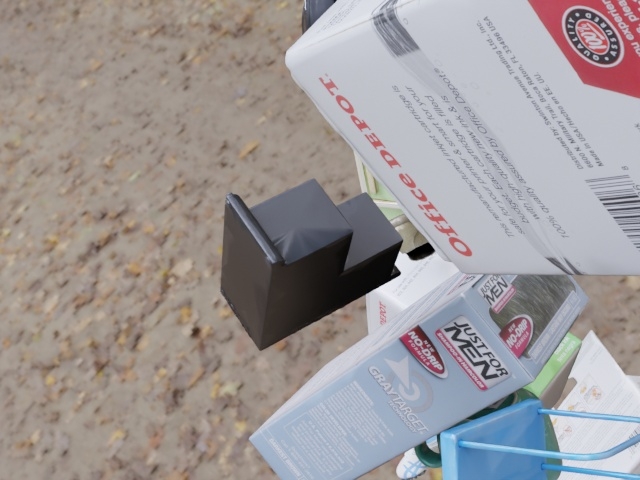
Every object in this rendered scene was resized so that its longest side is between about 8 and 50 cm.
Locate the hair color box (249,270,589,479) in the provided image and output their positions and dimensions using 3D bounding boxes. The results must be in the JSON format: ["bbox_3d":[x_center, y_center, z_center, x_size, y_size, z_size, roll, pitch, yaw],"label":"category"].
[{"bbox_3d":[0.103,0.149,1.075,0.374,0.113,0.185,-41,-2,39],"label":"hair color box"}]

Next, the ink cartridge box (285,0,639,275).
[{"bbox_3d":[0.132,-0.084,0.514,0.114,0.197,0.273,-50,21,-22],"label":"ink cartridge box"}]

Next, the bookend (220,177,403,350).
[{"bbox_3d":[0.000,0.000,0.811,0.156,0.157,0.072,-27,66,-21],"label":"bookend"}]

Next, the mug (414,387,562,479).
[{"bbox_3d":[0.183,0.225,1.067,0.158,0.097,0.129,-18,19,3],"label":"mug"}]

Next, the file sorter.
[{"bbox_3d":[0.155,0.198,0.603,0.105,0.118,0.170,-3,91,39],"label":"file sorter"}]

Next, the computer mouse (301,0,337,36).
[{"bbox_3d":[-0.011,-0.389,1.376,0.184,0.261,0.060,10,28,-4],"label":"computer mouse"}]

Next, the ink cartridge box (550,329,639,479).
[{"bbox_3d":[0.551,0.372,1.896,0.296,0.066,0.261,-62,35,32],"label":"ink cartridge box"}]

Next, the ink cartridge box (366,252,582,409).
[{"bbox_3d":[0.204,0.141,1.324,0.273,0.198,0.115,36,68,22],"label":"ink cartridge box"}]

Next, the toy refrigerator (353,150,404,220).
[{"bbox_3d":[0.126,-0.103,1.570,0.102,0.269,0.094,8,38,29],"label":"toy refrigerator"}]

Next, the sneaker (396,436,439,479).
[{"bbox_3d":[0.210,0.399,1.890,0.085,0.086,0.237,-40,-12,-46],"label":"sneaker"}]

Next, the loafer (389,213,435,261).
[{"bbox_3d":[0.129,0.001,1.208,0.056,0.148,0.050,-26,71,33],"label":"loafer"}]
